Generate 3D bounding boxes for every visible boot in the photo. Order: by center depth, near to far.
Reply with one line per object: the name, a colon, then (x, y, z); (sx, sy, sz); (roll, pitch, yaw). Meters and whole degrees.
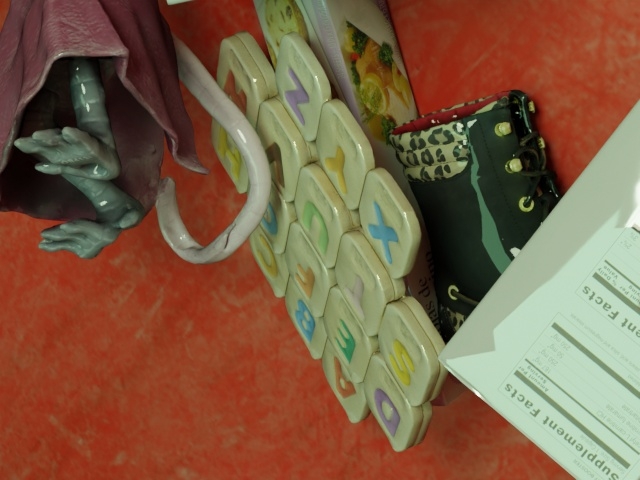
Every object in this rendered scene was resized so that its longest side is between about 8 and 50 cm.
boot: (0.155, -0.008, 1.251); (0.236, 0.085, 0.178); (-9, 105, 39)

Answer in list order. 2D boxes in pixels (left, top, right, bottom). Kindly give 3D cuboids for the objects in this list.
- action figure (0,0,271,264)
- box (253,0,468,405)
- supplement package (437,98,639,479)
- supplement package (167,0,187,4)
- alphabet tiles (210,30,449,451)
action figure: (-0.152, -0.196, 1.311); (0.248, 0.276, 0.370); (-36, 52, 44)
box: (0.036, -0.043, 1.338); (0.067, 0.063, 0.324); (-1, 112, 41)
supplement package: (0.204, 0.012, 1.119); (0.134, 0.139, 0.244); (41, 103, 14)
supplement package: (0.018, -0.249, 1.149); (0.203, 0.194, 0.149); (-6, 109, 39)
alphabet tiles: (0.000, 0.000, 1.323); (0.284, 0.021, 0.278); (58, 159, 23)
